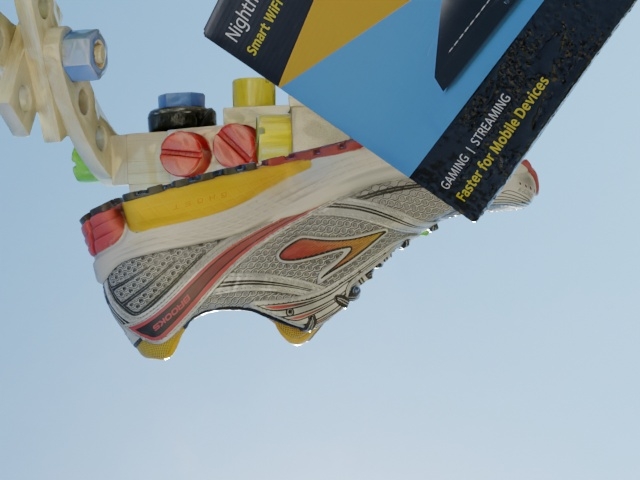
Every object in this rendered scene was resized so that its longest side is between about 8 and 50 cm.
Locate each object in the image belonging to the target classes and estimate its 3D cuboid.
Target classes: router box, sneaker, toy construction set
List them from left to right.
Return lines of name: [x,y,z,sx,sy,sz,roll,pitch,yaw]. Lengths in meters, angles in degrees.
toy construction set: [-0.060,-0.068,0.993,0.215,0.327,0.151,-4,-74,-74]
sneaker: [0.000,0.000,0.782,0.088,0.225,0.093,-158,54,-86]
router box: [0.052,-0.112,0.575,0.133,0.179,0.046,35,-144,4]
